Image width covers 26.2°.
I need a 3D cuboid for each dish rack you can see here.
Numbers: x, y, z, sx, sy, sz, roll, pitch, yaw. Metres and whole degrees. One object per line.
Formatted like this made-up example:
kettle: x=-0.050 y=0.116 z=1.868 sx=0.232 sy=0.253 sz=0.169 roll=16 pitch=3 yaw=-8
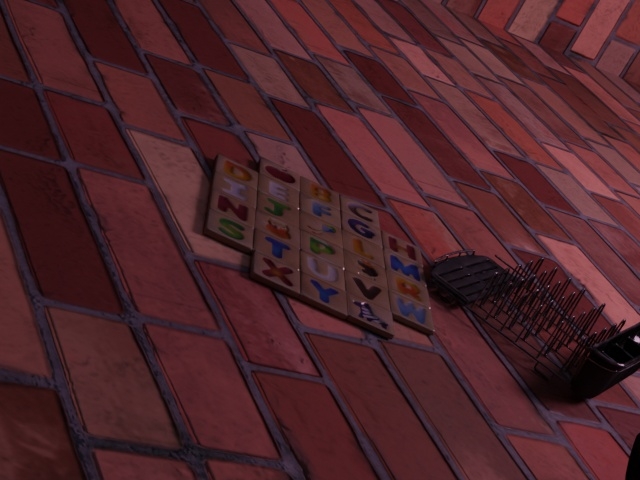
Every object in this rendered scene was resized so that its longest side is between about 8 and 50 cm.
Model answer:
dish rack: x=0.271 y=0.083 z=1.675 sx=0.271 sy=0.074 sz=0.208 roll=37 pitch=22 yaw=21

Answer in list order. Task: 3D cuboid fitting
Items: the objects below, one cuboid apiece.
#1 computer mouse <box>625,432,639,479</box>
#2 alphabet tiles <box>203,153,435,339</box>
computer mouse: x=0.313 y=0.282 z=1.303 sx=0.184 sy=0.060 sz=0.262 roll=23 pitch=33 yaw=-26
alphabet tiles: x=0.000 y=0.000 z=1.607 sx=0.285 sy=0.011 sz=0.342 roll=24 pitch=21 yaw=-11
